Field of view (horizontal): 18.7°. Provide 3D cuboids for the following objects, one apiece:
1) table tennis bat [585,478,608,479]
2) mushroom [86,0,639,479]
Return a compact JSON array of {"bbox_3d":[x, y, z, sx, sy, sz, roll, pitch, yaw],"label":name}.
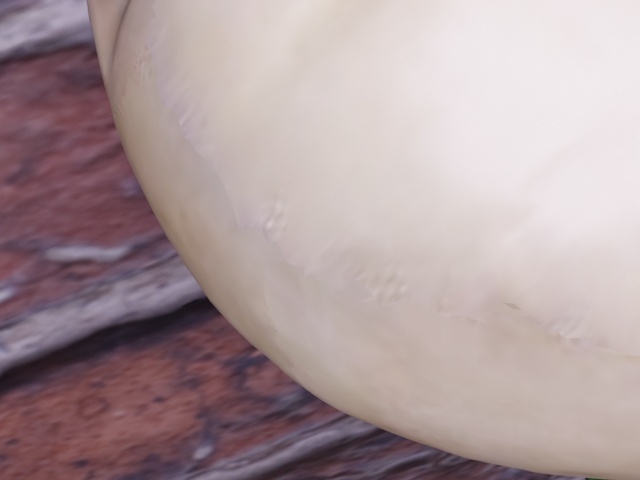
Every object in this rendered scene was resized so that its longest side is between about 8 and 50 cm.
[{"bbox_3d":[0.254,0.101,1.207,0.160,0.039,0.257,-10,152,-18],"label":"table tennis bat"},{"bbox_3d":[0.104,-0.059,0.572,0.315,0.315,0.356,-28,115,10],"label":"mushroom"}]
